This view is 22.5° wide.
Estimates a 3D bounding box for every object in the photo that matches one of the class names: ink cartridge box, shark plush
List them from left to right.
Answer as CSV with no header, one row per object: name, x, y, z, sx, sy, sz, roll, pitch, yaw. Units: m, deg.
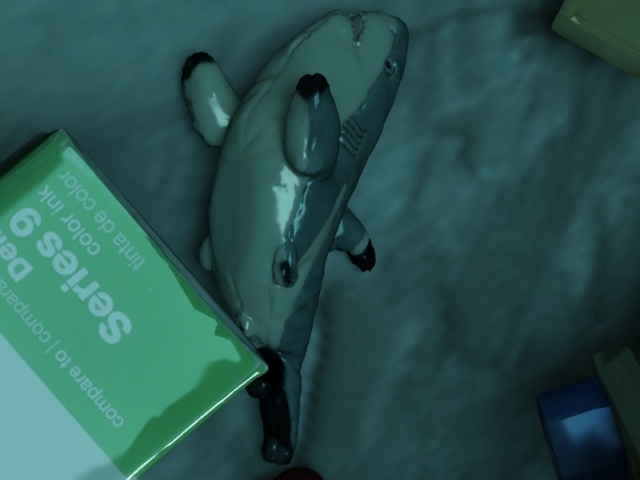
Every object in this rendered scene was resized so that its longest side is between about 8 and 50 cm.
ink cartridge box,-0.133,0.065,0.486,0.212,0.154,0.093,-42,100,-5
shark plush,0.000,0.000,0.563,0.067,0.073,0.161,-2,91,-42

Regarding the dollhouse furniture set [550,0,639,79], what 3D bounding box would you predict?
dollhouse furniture set,0.100,-0.184,0.563,0.161,0.101,0.182,32,132,9

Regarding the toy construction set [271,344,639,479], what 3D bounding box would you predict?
toy construction set,0.111,0.133,0.454,0.309,0.237,0.257,10,90,9
